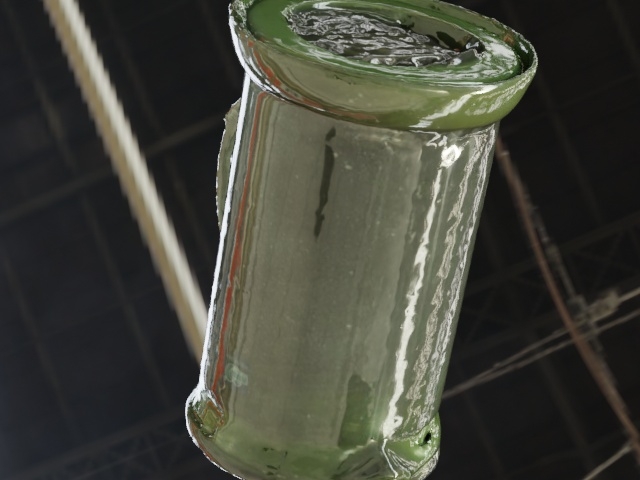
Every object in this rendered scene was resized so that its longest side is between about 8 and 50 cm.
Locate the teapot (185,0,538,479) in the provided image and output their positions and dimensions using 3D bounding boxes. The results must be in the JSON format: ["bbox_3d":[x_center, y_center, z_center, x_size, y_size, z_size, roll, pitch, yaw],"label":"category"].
[{"bbox_3d":[0.000,0.000,1.152,0.270,0.200,0.337,39,-53,47],"label":"teapot"}]
